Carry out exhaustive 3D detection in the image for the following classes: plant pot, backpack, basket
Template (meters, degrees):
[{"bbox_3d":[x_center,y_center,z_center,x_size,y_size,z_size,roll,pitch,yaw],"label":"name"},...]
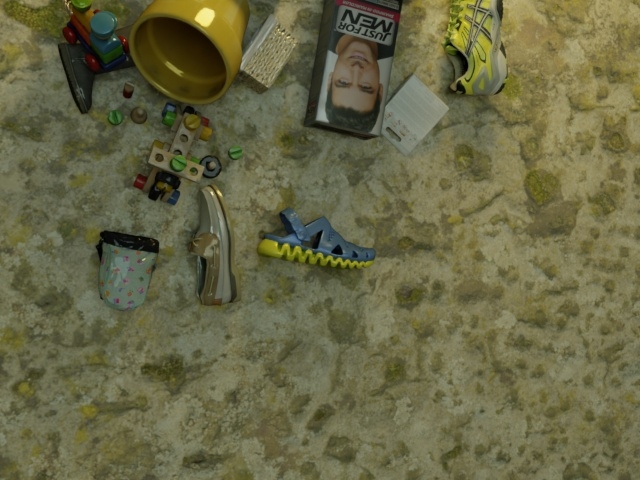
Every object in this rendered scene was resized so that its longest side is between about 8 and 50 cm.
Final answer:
[{"bbox_3d":[-0.285,-0.492,1.697,0.254,0.254,0.239,33,54,-15],"label":"plant pot"},{"bbox_3d":[-0.468,0.076,1.720,0.151,0.115,0.182,11,90,-20],"label":"backpack"},{"bbox_3d":[-0.141,-0.465,1.817,0.103,0.113,0.167,34,82,-17],"label":"basket"}]

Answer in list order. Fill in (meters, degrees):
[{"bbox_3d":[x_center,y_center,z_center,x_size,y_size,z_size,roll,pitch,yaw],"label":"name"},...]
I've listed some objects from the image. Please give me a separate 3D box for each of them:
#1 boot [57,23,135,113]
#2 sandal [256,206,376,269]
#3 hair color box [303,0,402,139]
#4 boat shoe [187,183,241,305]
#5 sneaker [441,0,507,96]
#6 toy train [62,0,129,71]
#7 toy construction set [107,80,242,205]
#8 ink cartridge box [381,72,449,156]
[{"bbox_3d":[-0.504,-0.415,1.730,0.208,0.076,0.190,-16,95,-23],"label":"boot"},{"bbox_3d":[0.000,0.000,1.866,0.317,0.126,0.138,12,83,-19],"label":"sandal"},{"bbox_3d":[0.086,-0.468,1.887,0.185,0.113,0.375,10,88,-18],"label":"hair color box"},{"bbox_3d":[-0.272,0.015,1.781,0.103,0.113,0.303,-12,95,-23],"label":"boat shoe"},{"bbox_3d":[0.409,-0.586,1.973,0.147,0.145,0.385,-12,93,-17],"label":"sneaker"},{"bbox_3d":[-0.542,-0.518,1.634,0.105,0.143,0.248,-38,83,-20],"label":"toy train"},{"bbox_3d":[-0.360,-0.243,1.685,0.257,0.237,0.309,-44,102,-12],"label":"toy construction set"},{"bbox_3d":[0.244,-0.345,1.987,0.145,0.045,0.179,41,97,-14],"label":"ink cartridge box"}]
